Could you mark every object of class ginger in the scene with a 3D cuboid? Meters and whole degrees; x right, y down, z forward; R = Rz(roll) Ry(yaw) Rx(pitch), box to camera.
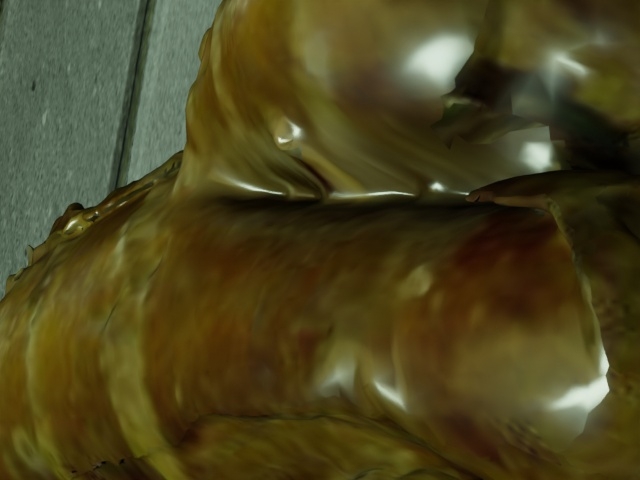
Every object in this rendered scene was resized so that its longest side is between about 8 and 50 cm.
[{"bbox_3d":[0.000,0.000,0.621,0.418,0.176,0.254,-30,50,54],"label":"ginger"}]
